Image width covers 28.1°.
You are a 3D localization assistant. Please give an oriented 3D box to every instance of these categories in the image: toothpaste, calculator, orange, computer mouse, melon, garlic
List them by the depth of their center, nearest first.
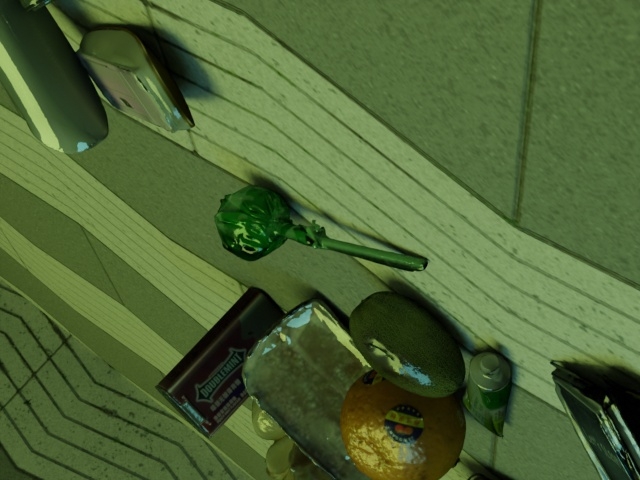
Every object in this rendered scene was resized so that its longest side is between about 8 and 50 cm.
[{"bbox_3d":[0.336,0.260,1.389,0.274,0.028,0.166,60,175,-13],"label":"calculator"},{"bbox_3d":[-0.221,-0.195,1.543,0.245,0.056,0.126,24,150,58],"label":"computer mouse"},{"bbox_3d":[0.108,0.130,1.568,0.162,0.099,0.099,41,162,2],"label":"melon"},{"bbox_3d":[0.206,0.189,1.596,0.078,0.047,0.248,41,165,19],"label":"toothpaste"},{"bbox_3d":[0.112,0.250,1.736,0.178,0.155,0.177,13,122,22],"label":"orange"},{"bbox_3d":[-0.011,0.314,2.010,0.203,0.185,0.281,133,126,-60],"label":"garlic"}]

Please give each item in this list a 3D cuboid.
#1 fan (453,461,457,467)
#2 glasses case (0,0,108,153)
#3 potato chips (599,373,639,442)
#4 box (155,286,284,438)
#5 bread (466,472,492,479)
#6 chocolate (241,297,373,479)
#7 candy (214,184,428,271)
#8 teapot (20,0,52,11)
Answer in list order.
[{"bbox_3d":[0.103,0.276,2.050,0.282,0.023,0.057,33,162,20],"label":"fan"},{"bbox_3d":[-0.373,-0.251,1.586,0.308,0.083,0.128,60,-166,-24],"label":"glasses case"},{"bbox_3d":[0.373,0.209,1.326,0.209,0.026,0.142,49,159,-23],"label":"potato chips"},{"bbox_3d":[-0.143,0.193,2.027,0.120,0.224,0.069,48,165,-24],"label":"box"},{"bbox_3d":[0.222,0.466,1.913,0.212,0.224,0.142,-10,145,43],"label":"bread"},{"bbox_3d":[0.034,0.230,1.871,0.303,0.185,0.100,45,-171,-1],"label":"chocolate"},{"bbox_3d":[0.001,-0.002,1.547,0.323,0.097,0.097,14,149,39],"label":"candy"},{"bbox_3d":[-0.332,-0.310,1.524,0.057,0.066,0.088,61,-175,-14],"label":"teapot"}]
